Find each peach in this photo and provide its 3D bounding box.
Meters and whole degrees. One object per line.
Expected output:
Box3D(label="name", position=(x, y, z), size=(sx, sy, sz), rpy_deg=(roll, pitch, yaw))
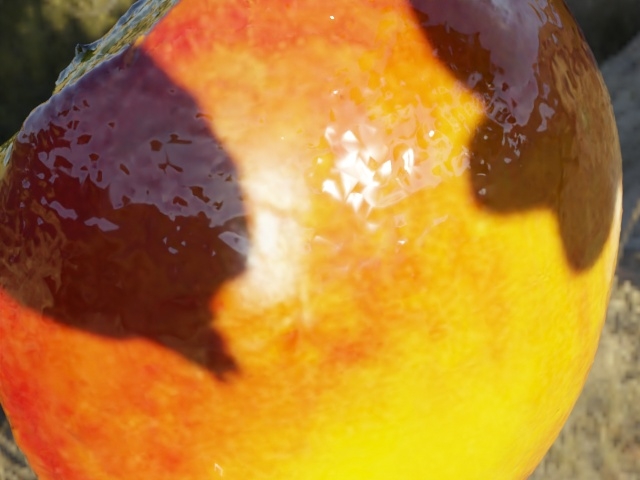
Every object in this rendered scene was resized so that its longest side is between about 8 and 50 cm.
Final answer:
Box3D(label="peach", position=(0.000, 0.000, 0.777), size=(0.306, 0.380, 0.242), rpy_deg=(-11, 23, 10))
